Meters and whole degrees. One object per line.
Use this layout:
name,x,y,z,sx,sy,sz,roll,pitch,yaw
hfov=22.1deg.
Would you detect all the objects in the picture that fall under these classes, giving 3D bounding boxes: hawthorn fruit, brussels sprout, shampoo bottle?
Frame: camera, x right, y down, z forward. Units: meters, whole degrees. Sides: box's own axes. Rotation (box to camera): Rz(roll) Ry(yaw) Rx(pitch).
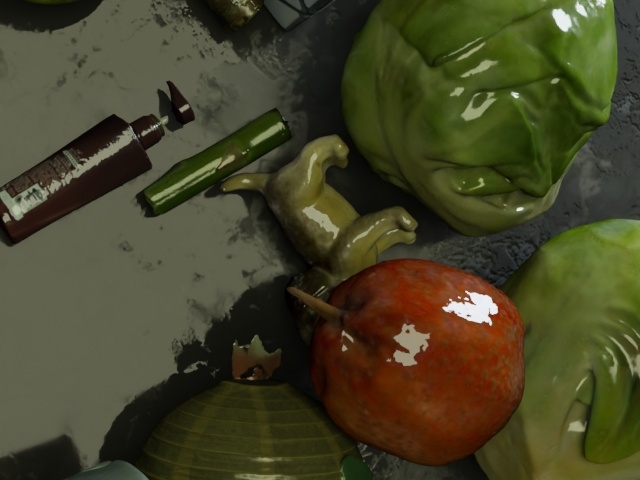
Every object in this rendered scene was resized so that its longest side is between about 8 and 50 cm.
hawthorn fruit,0.074,0.109,1.612,0.262,0.210,0.210,22,80,-38
brussels sprout,0.319,0.138,1.766,0.344,0.268,0.344,-1,93,-22
shampoo bottle,-0.238,-0.083,1.729,0.236,0.067,0.068,-32,105,-15
brussels sprout,0.171,-0.163,1.719,0.328,0.247,0.328,-14,134,-16

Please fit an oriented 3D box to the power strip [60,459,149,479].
power strip,-0.194,0.395,1.524,0.161,0.357,0.357,-21,93,-23

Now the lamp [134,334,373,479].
lamp,-0.073,0.234,1.659,0.250,0.250,0.284,-2,95,-16

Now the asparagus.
asparagus,-0.112,-0.084,1.776,0.178,0.045,0.041,-31,140,-11

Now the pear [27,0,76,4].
pear,-0.271,-0.351,1.683,0.180,0.166,0.216,13,83,-2

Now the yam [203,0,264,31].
yam,-0.154,-0.336,1.769,0.061,0.061,0.253,-40,96,-14

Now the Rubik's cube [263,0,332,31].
Rubik's cube,0.001,-0.371,1.740,0.205,0.207,0.205,-40,98,-16

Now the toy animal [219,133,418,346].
toy animal,0.017,0.001,1.773,0.168,0.121,0.233,-29,92,-4
